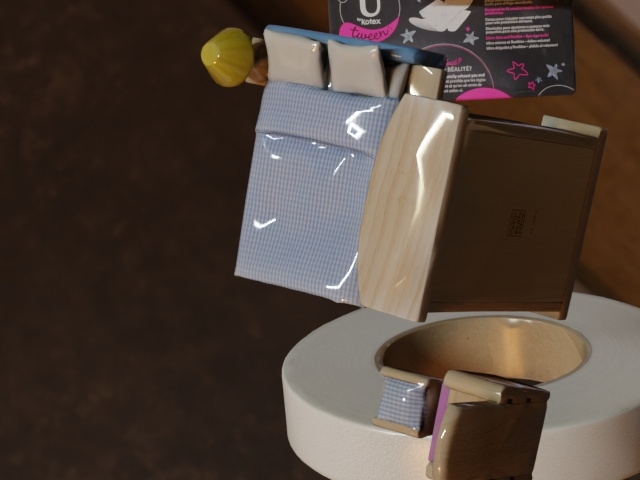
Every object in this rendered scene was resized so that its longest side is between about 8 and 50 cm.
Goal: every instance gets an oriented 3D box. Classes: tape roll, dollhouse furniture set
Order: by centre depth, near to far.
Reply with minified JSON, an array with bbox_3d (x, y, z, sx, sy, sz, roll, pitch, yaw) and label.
[{"bbox_3d":[0.000,0.000,1.348,0.198,0.303,0.286,3,-80,-54],"label":"dollhouse furniture set"},{"bbox_3d":[0.157,0.139,1.862,0.392,0.072,0.392,-4,18,1],"label":"tape roll"}]

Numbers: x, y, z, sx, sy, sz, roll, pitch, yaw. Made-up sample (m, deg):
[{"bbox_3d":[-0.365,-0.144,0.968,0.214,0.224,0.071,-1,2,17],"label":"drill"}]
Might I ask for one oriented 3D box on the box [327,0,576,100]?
[{"bbox_3d":[0.132,-0.218,2.017,0.163,0.247,0.142,-85,-7,-84],"label":"box"}]
